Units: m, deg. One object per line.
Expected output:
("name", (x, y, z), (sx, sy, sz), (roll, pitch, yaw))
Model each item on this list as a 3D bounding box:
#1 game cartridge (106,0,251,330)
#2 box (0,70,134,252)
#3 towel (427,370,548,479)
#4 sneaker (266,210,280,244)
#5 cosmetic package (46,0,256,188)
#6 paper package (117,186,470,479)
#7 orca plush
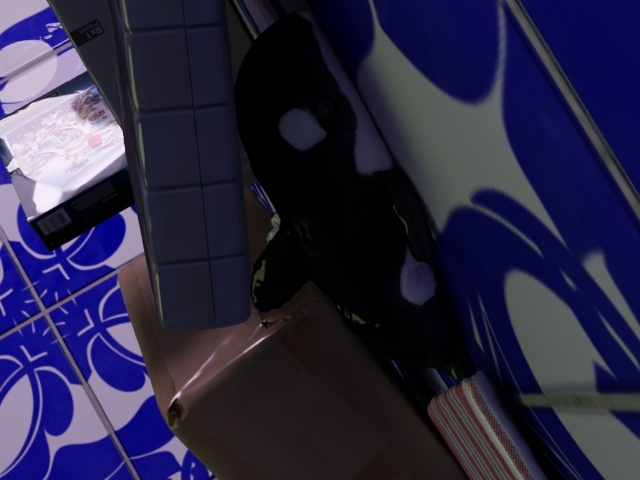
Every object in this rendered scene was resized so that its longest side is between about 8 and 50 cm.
("game cartridge", (-0.091, -0.111, 0.752), (0.355, 0.068, 0.230), (-120, 20, -68))
("box", (-0.173, -0.105, 1.178), (0.159, 0.233, 0.044), (56, 174, 46))
("towel", (0.123, 0.150, 0.809), (0.144, 0.029, 0.197), (57, 173, 9))
("sneaker", (0.000, 0.000, 1.031), (0.071, 0.068, 0.170), (48, 177, 5))
("cosmetic package", (-0.120, -0.144, 1.036), (0.238, 0.127, 0.107), (59, 177, -9))
("paper package", (-0.019, 0.143, 1.223), (0.325, 0.168, 0.309), (51, -178, -29))
("orca plush", (0.000, 0.004, 0.764), (0.151, 0.102, 0.287), (57, 175, 35))
